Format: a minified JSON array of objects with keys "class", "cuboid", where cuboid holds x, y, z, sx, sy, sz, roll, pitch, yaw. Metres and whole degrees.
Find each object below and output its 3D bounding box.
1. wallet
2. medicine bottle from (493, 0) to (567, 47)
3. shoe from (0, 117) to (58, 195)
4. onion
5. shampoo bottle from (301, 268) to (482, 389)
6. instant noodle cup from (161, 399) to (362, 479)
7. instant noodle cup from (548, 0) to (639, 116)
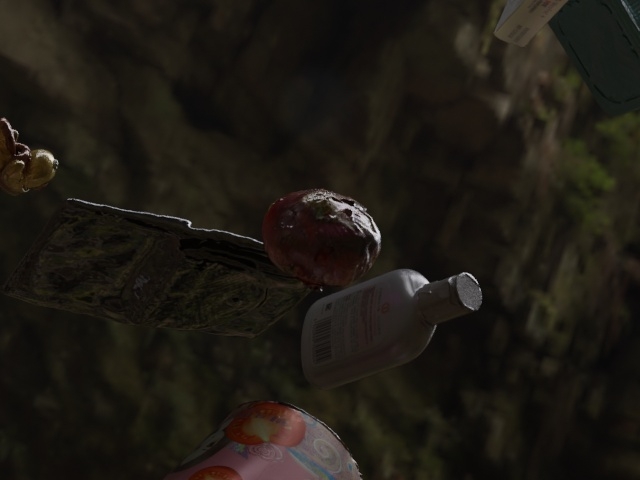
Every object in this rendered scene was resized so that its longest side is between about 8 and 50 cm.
[{"class":"wallet","cuboid":[-0.178,0.044,2.046,0.323,0.041,0.247,15,-32,-21]},{"class":"medicine bottle","cuboid":[0.267,-0.316,1.997,0.052,0.171,0.201,25,-13,-4]},{"class":"shoe","cuboid":[-0.369,-0.097,2.151,0.069,0.072,0.109,-38,-73,20]},{"class":"onion","cuboid":[0.000,0.000,1.591,0.107,0.107,0.097,18,-67,5]},{"class":"shampoo bottle","cuboid":[0.053,0.062,1.399,0.165,0.080,0.040,-22,-38,39]},{"class":"instant noodle cup","cuboid":[-0.085,0.325,2.013,0.243,0.231,0.243,19,-48,23]},{"class":"instant noodle cup","cuboid":[0.364,-0.249,2.192,0.179,0.070,0.157,56,-22,-6]}]
